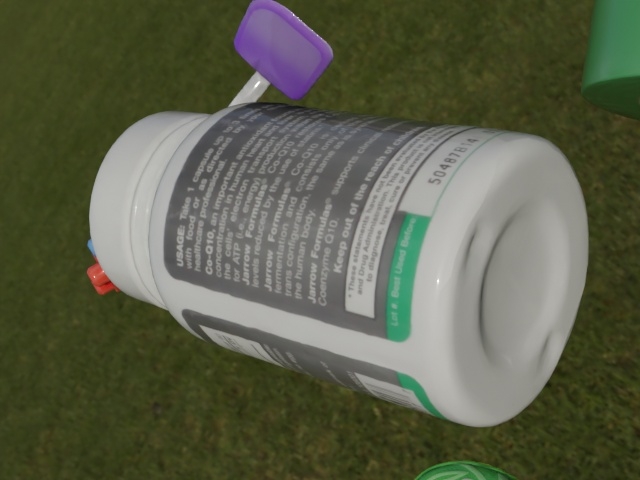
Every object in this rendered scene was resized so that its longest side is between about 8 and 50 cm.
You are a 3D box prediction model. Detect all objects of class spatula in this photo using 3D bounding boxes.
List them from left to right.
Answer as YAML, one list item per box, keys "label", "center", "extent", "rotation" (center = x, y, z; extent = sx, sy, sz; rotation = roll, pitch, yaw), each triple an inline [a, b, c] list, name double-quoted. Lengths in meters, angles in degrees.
- label: "spatula"
  center: [-0.083, -0.110, 0.957]
  extent: [0.296, 0.084, 0.030]
  rotation: [-47, 3, 45]

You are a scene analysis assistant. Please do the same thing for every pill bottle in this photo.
- label: "pill bottle"
  center: [0.000, 0.000, 0.806]
  extent: [0.361, 0.204, 0.204]
  rotation: [13, 71, 38]

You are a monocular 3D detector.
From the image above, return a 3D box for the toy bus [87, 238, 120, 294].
- label: "toy bus"
  center: [-0.182, -0.005, 1.253]
  extent: [0.211, 0.149, 0.220]
  rotation: [-35, -16, -10]

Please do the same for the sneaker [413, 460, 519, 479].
- label: "sneaker"
  center: [0.253, 0.371, 1.386]
  extent: [0.296, 0.123, 0.109]
  rotation: [16, 87, 23]

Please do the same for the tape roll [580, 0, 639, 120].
- label: "tape roll"
  center: [0.346, -0.118, 0.716]
  extent: [0.321, 0.321, 0.077]
  rotation: [10, 91, 64]
